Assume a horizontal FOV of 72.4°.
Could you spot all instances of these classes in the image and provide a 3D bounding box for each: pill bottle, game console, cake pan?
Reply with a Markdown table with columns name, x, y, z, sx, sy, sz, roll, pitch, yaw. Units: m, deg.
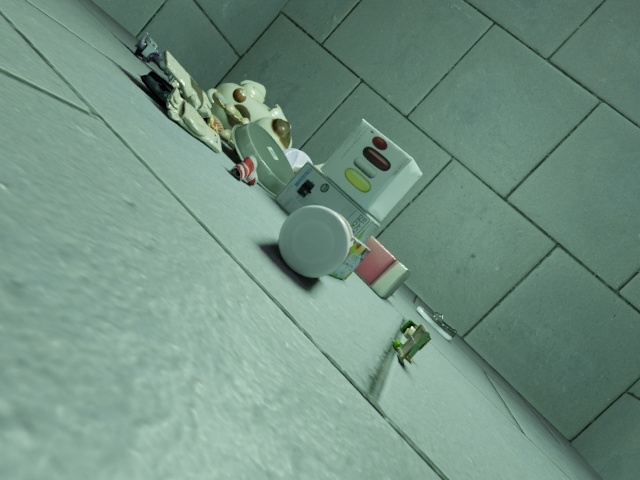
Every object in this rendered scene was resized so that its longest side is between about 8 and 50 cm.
| name | x | y | z | sx | sy | sz | roll | pitch | yaw |
| --- | --- | --- | --- | --- | --- | --- | --- | --- | --- |
| pill bottle | 0.000 | 0.000 | 0.817 | 0.121 | 0.121 | 0.216 | 43 | 5 | 4 |
| game console | -0.443 | -0.423 | 1.286 | 0.213 | 0.044 | 0.361 | 41 | 5 | -8 |
| cake pan | -0.182 | -0.278 | 1.476 | 0.293 | 0.054 | 0.293 | 50 | 20 | -26 |

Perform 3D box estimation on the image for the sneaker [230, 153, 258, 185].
| name | x | y | z | sx | sy | sz | roll | pitch | yaw |
| --- | --- | --- | --- | --- | --- | --- | --- | --- | --- |
| sneaker | -0.200 | -0.170 | 1.146 | 0.042 | 0.067 | 0.118 | 42 | -25 | 15 |

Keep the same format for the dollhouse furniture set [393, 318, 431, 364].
| name | x | y | z | sx | sy | sz | roll | pitch | yaw |
| --- | --- | --- | --- | --- | --- | --- | --- | --- | --- |
| dollhouse furniture set | 0.190 | 0.203 | 0.849 | 0.058 | 0.076 | 0.151 | 42 | 5 | 2 |

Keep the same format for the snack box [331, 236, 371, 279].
| name | x | y | z | sx | sy | sz | roll | pitch | yaw |
| --- | --- | --- | --- | --- | --- | --- | --- | --- | --- |
| snack box | 0.060 | 0.040 | 1.032 | 0.037 | 0.100 | 0.141 | 44 | 6 | 22 |

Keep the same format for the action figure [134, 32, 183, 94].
| name | x | y | z | sx | sy | sz | roll | pitch | yaw |
| --- | --- | --- | --- | --- | --- | --- | --- | --- | --- |
| action figure | -0.637 | -0.713 | 1.824 | 0.285 | 0.099 | 0.185 | 44 | 0 | -22 |

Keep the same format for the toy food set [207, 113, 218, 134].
| name | x | y | z | sx | sy | sz | roll | pitch | yaw |
| --- | --- | --- | --- | --- | --- | --- | --- | --- | --- |
| toy food set | -0.341 | -0.357 | 1.384 | 0.082 | 0.020 | 0.083 | -104 | -171 | -79 |

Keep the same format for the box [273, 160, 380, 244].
| name | x | y | z | sx | sy | sz | roll | pitch | yaw |
| --- | --- | --- | --- | --- | --- | --- | --- | --- | --- |
| box | 0.016 | -0.083 | 1.306 | 0.290 | 0.169 | 0.087 | 46 | 6 | 23 |

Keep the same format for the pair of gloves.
| name | x | y | z | sx | sy | sz | roll | pitch | yaw |
| --- | --- | --- | --- | --- | --- | --- | --- | --- | --- |
| pair of gloves | -0.354 | -0.369 | 1.184 | 0.204 | 0.042 | 0.240 | 43 | 26 | -62 |

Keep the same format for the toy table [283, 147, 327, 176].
| name | x | y | z | sx | sy | sz | roll | pitch | yaw |
| --- | --- | --- | --- | --- | --- | --- | --- | --- | --- |
| toy table | -0.049 | -0.232 | 1.707 | 0.160 | 0.252 | 0.274 | 30 | -2 | 31 |

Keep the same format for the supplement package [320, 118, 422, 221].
| name | x | y | z | sx | sy | sz | roll | pitch | yaw |
| --- | --- | --- | --- | --- | --- | --- | --- | --- | --- |
| supplement package | 0.151 | -0.203 | 1.289 | 0.203 | 0.194 | 0.149 | 44 | 9 | 23 |

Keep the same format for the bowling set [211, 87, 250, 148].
| name | x | y | z | sx | sy | sz | roll | pitch | yaw |
| --- | --- | --- | --- | --- | --- | --- | --- | --- | --- |
| bowling set | -0.332 | -0.460 | 1.594 | 0.154 | 0.200 | 0.287 | 48 | 11 | 31 |

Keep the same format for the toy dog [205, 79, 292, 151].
| name | x | y | z | sx | sy | sz | roll | pitch | yaw |
| --- | --- | --- | --- | --- | --- | --- | --- | --- | --- |
| toy dog | -0.281 | -0.517 | 1.927 | 0.408 | 0.284 | 0.395 | 47 | 7 | 21 |

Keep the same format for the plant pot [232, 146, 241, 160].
| name | x | y | z | sx | sy | sz | roll | pitch | yaw |
| --- | --- | --- | --- | --- | --- | --- | --- | --- | --- |
| plant pot | -0.258 | -0.316 | 1.605 | 0.081 | 0.081 | 0.083 | 46 | 0 | 28 |

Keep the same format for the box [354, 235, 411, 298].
| name | x | y | z | sx | sy | sz | roll | pitch | yaw |
| --- | --- | --- | --- | --- | --- | --- | --- | --- | --- |
| box | 0.177 | 0.071 | 1.480 | 0.232 | 0.127 | 0.148 | 45 | 5 | 18 |

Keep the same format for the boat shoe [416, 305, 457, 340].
| name | x | y | z | sx | sy | sz | roll | pitch | yaw |
| --- | --- | --- | --- | --- | --- | --- | --- | --- | --- |
| boat shoe | 0.563 | 0.384 | 2.096 | 0.228 | 0.076 | 0.080 | 43 | 6 | 0 |
